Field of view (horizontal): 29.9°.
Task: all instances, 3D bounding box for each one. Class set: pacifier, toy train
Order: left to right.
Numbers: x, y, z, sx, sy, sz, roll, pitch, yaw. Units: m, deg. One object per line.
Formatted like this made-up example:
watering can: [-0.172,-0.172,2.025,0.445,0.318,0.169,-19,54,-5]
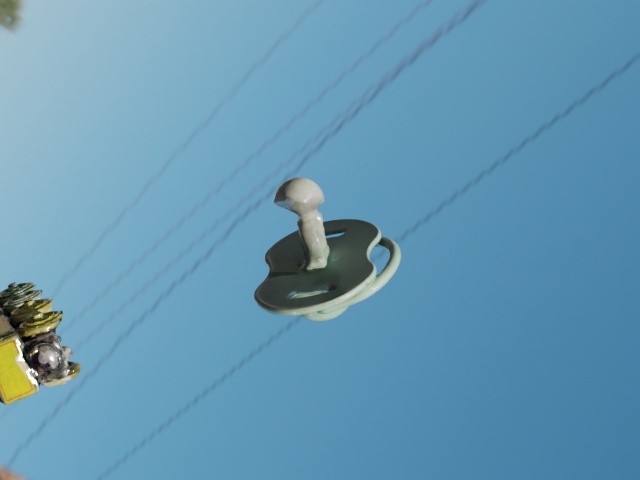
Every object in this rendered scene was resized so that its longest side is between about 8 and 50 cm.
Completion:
toy train: [-0.239,0.076,0.918,0.081,0.060,0.202,-22,-166,-18]
pacifier: [0.000,0.000,1.005,0.126,0.117,0.150,-6,-154,17]
